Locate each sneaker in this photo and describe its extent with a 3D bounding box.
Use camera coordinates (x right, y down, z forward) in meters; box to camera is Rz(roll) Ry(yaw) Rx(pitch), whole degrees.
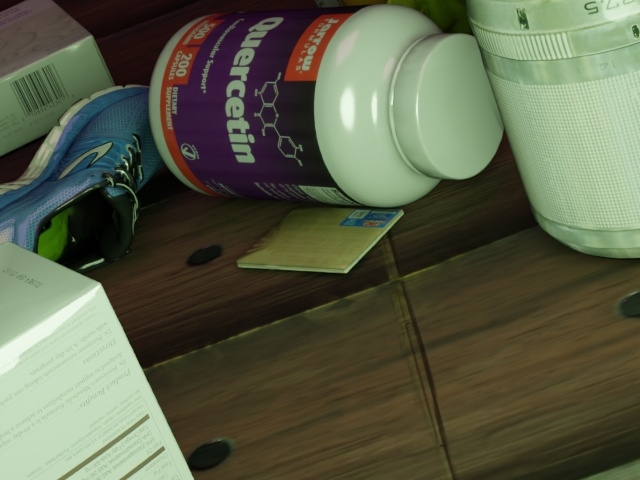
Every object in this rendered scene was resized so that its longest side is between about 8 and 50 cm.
[{"bbox_3d":[-0.222,-0.038,1.476,0.147,0.129,0.330,14,44,29],"label":"sneaker"}]

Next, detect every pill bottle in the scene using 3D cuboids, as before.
[{"bbox_3d":[0.004,-0.124,1.363,0.323,0.181,0.181,4,36,43],"label":"pill bottle"}]

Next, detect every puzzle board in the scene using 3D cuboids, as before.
[{"bbox_3d":[0.000,0.000,1.325,0.128,0.011,0.096,3,34,40],"label":"puzzle board"}]

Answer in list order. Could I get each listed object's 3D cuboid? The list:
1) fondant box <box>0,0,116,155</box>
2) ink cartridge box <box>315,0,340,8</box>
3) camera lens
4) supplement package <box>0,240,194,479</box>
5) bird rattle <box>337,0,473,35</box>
[{"bbox_3d":[-0.426,-0.214,1.972,0.238,0.096,0.330,-28,25,-11],"label":"fondant box"},{"bbox_3d":[0.118,-0.401,1.805,0.278,0.117,0.201,-32,1,-20],"label":"ink cartridge box"},{"bbox_3d":[0.234,-0.140,1.107,0.219,0.274,0.219,-18,26,9],"label":"camera lens"},{"bbox_3d":[-0.168,0.146,0.904,0.134,0.244,0.139,-34,27,-25],"label":"supplement package"},{"bbox_3d":[0.059,-0.289,1.594,0.143,0.253,0.207,-34,4,-23],"label":"bird rattle"}]
